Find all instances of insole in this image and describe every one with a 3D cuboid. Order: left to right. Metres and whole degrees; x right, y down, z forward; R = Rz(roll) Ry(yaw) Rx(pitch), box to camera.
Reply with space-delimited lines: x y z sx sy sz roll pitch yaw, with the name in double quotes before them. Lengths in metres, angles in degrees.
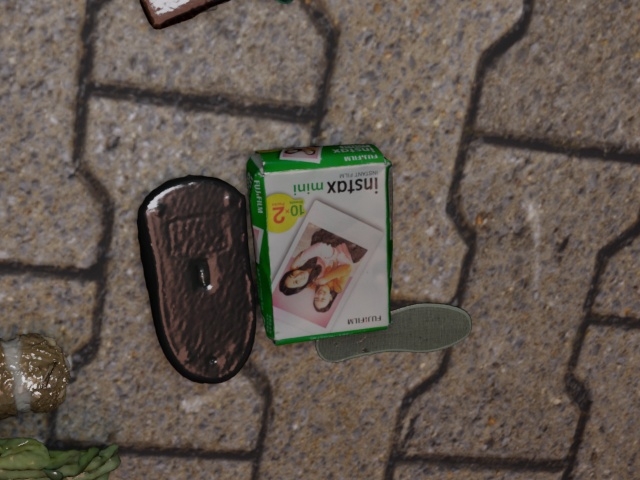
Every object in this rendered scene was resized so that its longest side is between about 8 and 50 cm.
"insole" 0.106 0.131 1.313 0.231 0.003 0.080 -7 110 -10

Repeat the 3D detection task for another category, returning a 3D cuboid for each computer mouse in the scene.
"computer mouse" -0.156 0.046 1.182 0.137 0.086 0.270 -10 103 -18

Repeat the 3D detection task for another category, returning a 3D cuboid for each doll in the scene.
"doll" -0.424 0.178 1.161 0.221 0.115 0.105 -10 83 -1

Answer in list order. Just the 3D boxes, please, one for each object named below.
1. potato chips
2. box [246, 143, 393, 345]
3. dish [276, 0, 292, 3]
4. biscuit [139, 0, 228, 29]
"potato chips" -0.454 0.297 1.161 0.389 0.097 0.373 13 141 -19
"box" 0.000 0.000 1.192 0.180 0.103 0.250 -7 111 -10
"dish" -0.078 -0.376 1.021 0.246 0.078 0.224 -27 123 -47
"biscuit" -0.193 -0.369 1.037 0.106 0.070 0.252 -25 113 -3
